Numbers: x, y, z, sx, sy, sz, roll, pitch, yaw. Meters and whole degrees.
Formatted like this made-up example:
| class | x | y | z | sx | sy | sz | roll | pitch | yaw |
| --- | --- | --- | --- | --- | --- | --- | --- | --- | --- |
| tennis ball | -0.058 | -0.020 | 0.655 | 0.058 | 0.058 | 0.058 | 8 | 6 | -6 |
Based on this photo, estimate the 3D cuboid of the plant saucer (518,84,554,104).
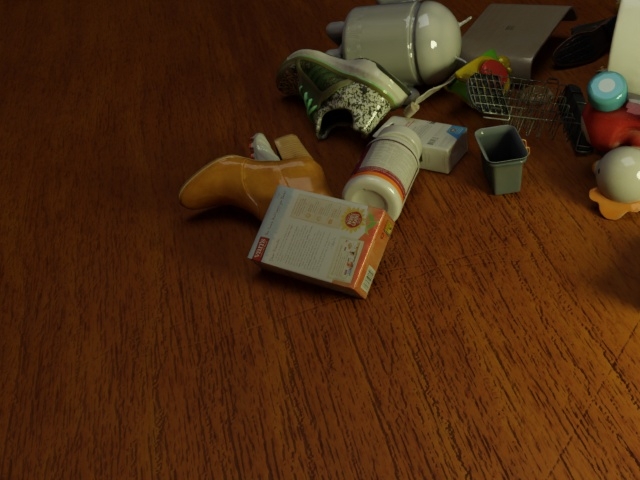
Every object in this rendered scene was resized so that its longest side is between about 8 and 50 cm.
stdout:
| class | x | y | z | sx | sy | sz | roll | pitch | yaw |
| --- | --- | --- | --- | --- | --- | --- | --- | --- | --- |
| plant saucer | 0.504 | -0.342 | 2.015 | 0.083 | 0.015 | 0.083 | -6 | 36 | 4 |

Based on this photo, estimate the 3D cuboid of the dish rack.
| class | x | y | z | sx | sy | sz | roll | pitch | yaw |
| --- | --- | --- | --- | --- | --- | --- | --- | --- | --- |
| dish rack | 0.445 | -0.283 | 1.849 | 0.271 | 0.074 | 0.208 | 7 | 36 | -3 |

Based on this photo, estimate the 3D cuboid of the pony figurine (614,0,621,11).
| class | x | y | z | sx | sy | sz | roll | pitch | yaw |
| --- | --- | --- | --- | --- | --- | --- | --- | --- | --- |
| pony figurine | 0.923 | -0.724 | 2.255 | 0.351 | 0.303 | 0.363 | -5 | 51 | 20 |

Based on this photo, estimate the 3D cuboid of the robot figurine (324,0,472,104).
| class | x | y | z | sx | sy | sz | roll | pitch | yaw |
| --- | --- | --- | --- | --- | --- | --- | --- | --- | --- |
| robot figurine | 0.188 | -0.471 | 2.091 | 0.353 | 0.300 | 0.200 | 1 | -5 | 23 |

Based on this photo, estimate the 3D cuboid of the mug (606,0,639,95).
| class | x | y | z | sx | sy | sz | roll | pitch | yaw |
| --- | --- | --- | --- | --- | --- | --- | --- | --- | --- |
| mug | 0.776 | -0.401 | 1.749 | 0.328 | 0.276 | 0.374 | 13 | 17 | 20 |

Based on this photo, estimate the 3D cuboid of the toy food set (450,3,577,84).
| class | x | y | z | sx | sy | sz | roll | pitch | yaw |
| --- | --- | --- | --- | --- | --- | --- | --- | --- | --- |
| toy food set | 0.483 | -0.494 | 2.169 | 0.219 | 0.092 | 0.306 | 13 | 50 | 34 |

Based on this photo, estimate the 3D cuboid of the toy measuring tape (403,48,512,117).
| class | x | y | z | sx | sy | sz | roll | pitch | yaw |
| --- | --- | --- | --- | --- | --- | --- | --- | --- | --- |
| toy measuring tape | 0.332 | -0.329 | 1.955 | 0.330 | 0.121 | 0.121 | -36 | 44 | -30 |

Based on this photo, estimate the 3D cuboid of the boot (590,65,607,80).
| class | x | y | z | sx | sy | sz | roll | pitch | yaw |
| --- | --- | --- | --- | --- | --- | --- | --- | --- | --- |
| boot | 0.702 | -0.396 | 1.978 | 0.203 | 0.095 | 0.262 | -17 | 43 | -9 |

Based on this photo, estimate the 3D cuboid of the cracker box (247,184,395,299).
| class | x | y | z | sx | sy | sz | roll | pitch | yaw |
| --- | --- | --- | --- | --- | --- | --- | --- | --- | --- |
| cracker box | 0.000 | 0.000 | 1.576 | 0.232 | 0.067 | 0.156 | 16 | 76 | 29 |

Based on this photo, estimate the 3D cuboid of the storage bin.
| class | x | y | z | sx | sy | sz | roll | pitch | yaw |
| --- | --- | --- | --- | --- | --- | --- | --- | --- | --- |
| storage bin | 0.369 | -0.160 | 1.739 | 0.098 | 0.091 | 0.135 | -9 | 37 | 1 |

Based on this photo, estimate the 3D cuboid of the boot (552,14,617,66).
| class | x | y | z | sx | sy | sz | roll | pitch | yaw |
| --- | --- | --- | --- | --- | --- | --- | --- | --- | --- |
| boot | 0.651 | -0.490 | 2.154 | 0.219 | 0.082 | 0.106 | -27 | 15 | -10 |

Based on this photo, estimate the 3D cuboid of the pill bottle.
| class | x | y | z | sx | sy | sz | roll | pitch | yaw |
| --- | --- | --- | --- | --- | --- | --- | --- | --- | --- |
| pill bottle | 0.130 | -0.134 | 1.734 | 0.121 | 0.121 | 0.221 | 6 | 39 | 20 |

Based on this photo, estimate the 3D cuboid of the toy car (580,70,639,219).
| class | x | y | z | sx | sy | sz | roll | pitch | yaw |
| --- | --- | --- | --- | --- | --- | --- | --- | --- | --- |
| toy car | 0.570 | -0.155 | 1.639 | 0.210 | 0.219 | 0.238 | 22 | 76 | 29 |

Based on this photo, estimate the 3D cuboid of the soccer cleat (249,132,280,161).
| class | x | y | z | sx | sy | sz | roll | pitch | yaw |
| --- | --- | --- | --- | --- | --- | --- | --- | --- | --- |
| soccer cleat | -0.112 | -0.166 | 1.883 | 0.076 | 0.068 | 0.196 | -9 | 44 | -2 |

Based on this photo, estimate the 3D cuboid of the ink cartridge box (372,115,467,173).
| class | x | y | z | sx | sy | sz | roll | pitch | yaw |
| --- | --- | --- | --- | --- | --- | --- | --- | --- | --- |
| ink cartridge box | 0.215 | -0.209 | 1.865 | 0.180 | 0.060 | 0.104 | 15 | 42 | 29 |

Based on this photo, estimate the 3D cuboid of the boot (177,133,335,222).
| class | x | y | z | sx | sy | sz | roll | pitch | yaw |
| --- | --- | --- | --- | --- | --- | --- | --- | --- | --- |
| boot | -0.128 | -0.077 | 1.729 | 0.295 | 0.104 | 0.211 | -26 | 60 | 0 |

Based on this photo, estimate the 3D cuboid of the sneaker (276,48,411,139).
| class | x | y | z | sx | sy | sz | roll | pitch | yaw |
| --- | --- | --- | --- | --- | --- | --- | --- | --- | --- |
| sneaker | 0.010 | -0.328 | 2.012 | 0.410 | 0.158 | 0.182 | 17 | 71 | 49 |
